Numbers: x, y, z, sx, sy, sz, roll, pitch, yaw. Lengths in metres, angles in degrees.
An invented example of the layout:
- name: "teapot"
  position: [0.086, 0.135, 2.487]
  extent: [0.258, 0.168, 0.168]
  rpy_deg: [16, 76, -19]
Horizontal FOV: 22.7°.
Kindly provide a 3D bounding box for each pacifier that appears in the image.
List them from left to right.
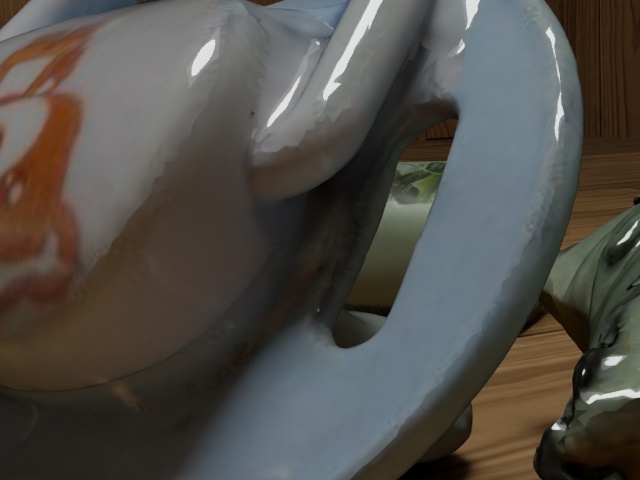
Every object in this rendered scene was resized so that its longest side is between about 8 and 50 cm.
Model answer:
- name: "pacifier"
  position: [-0.018, 0.012, 0.498]
  extent: [0.279, 0.227, 0.207]
  rpy_deg: [-2, -37, 42]

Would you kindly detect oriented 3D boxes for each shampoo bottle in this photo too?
- name: "shampoo bottle"
  position: [0.000, 0.000, 0.866]
  extent: [0.234, 0.087, 0.118]
  rpy_deg: [0, 9, 18]

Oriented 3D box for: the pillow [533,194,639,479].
- name: "pillow"
  position: [0.210, 0.022, 0.430]
  extent: [0.310, 0.119, 0.312]
  rpy_deg: [-5, 6, 7]
